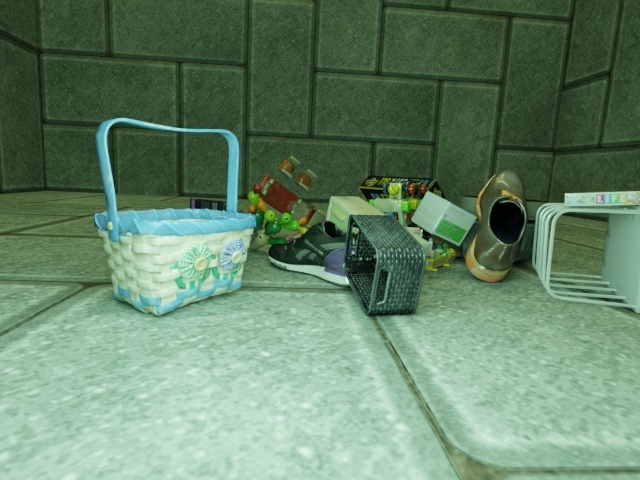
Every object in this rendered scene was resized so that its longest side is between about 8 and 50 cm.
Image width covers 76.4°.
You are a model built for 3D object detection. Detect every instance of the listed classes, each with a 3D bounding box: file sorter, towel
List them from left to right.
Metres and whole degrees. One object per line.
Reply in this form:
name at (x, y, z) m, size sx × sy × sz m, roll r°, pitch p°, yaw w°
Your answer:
towel at (0.000, 0.000, 1.313) m, size 0.197 × 0.029 × 0.144 m, roll 7°, pitch 10°, yaw 9°
file sorter at (0.567, 0.016, 0.872) m, size 0.173 × 0.193 × 0.278 m, roll 4°, pitch 9°, yaw 22°

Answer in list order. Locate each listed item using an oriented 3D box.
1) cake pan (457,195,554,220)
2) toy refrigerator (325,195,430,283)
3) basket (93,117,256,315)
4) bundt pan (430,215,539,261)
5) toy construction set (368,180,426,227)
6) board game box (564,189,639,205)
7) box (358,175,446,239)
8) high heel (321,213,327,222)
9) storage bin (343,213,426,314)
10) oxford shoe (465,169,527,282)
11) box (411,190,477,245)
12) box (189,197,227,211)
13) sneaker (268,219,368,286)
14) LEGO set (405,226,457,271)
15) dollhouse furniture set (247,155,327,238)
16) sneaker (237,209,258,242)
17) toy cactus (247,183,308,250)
cake pan at (0.574, -0.106, 1.282) m, size 0.293 × 0.054 × 0.293 m, roll 3°, pitch 9°, yaw -1°
toy refrigerator at (0.110, -0.006, 0.916) m, size 0.094 × 0.102 × 0.269 m, roll -3°, pitch 28°, yaw -30°
basket at (-0.228, -0.044, 0.674) m, size 0.201 × 0.289 × 0.255 m, roll 3°, pitch 11°, yaw 35°
bundt pan at (0.485, -0.011, 1.218) m, size 0.331 × 0.124 × 0.331 m, roll 2°, pitch 9°, yaw 0°
toy construction set at (0.241, -0.073, 1.243) m, size 0.151 × 0.215 × 0.328 m, roll 3°, pitch 8°, yaw 18°
board game box at (0.581, -0.086, 0.819) m, size 0.154 × 0.026 × 0.103 m, roll 2°, pitch 9°, yaw 30°
box at (0.323, -0.117, 1.493) m, size 0.079 × 0.257 × 0.322 m, roll -49°, pitch 35°, yaw -19°
high heel at (0.040, -0.004, 1.050) m, size 0.082 × 0.117 × 0.244 m, roll 2°, pitch 9°, yaw -5°
storage bin at (0.104, 0.036, 0.711) m, size 0.084 × 0.122 × 0.180 m, roll 1°, pitch 24°, yaw -12°
oxford shoe at (0.450, -0.069, 0.975) m, size 0.130 × 0.132 × 0.363 m, roll 20°, pitch 52°, yaw 9°
box at (0.305, -0.055, 1.008) m, size 0.101 × 0.087 × 0.102 m, roll 21°, pitch 13°, yaw -26°
box at (-0.392, -0.085, 1.430) m, size 0.162 × 0.116 × 0.029 m, roll 7°, pitch 12°, yaw 27°
sneaker at (-0.004, 0.012, 0.918) m, size 0.283 × 0.124 × 0.107 m, roll 11°, pitch 12°, yaw 41°
LEGO set at (0.248, 0.014, 1.037) m, size 0.287 × 0.107 × 0.132 m, roll 0°, pitch 10°, yaw -17°
dollhouse furniture set at (-0.109, -0.126, 1.444) m, size 0.259 × 0.262 × 0.135 m, roll 35°, pitch -5°, yaw -21°
sneaker at (-0.295, 0.006, 0.980) m, size 0.299 × 0.121 × 0.112 m, roll -7°, pitch -16°, yaw -43°
toy cactus at (-0.137, -0.035, 1.103) m, size 0.180 × 0.219 × 0.112 m, roll -36°, pitch 14°, yaw 39°
